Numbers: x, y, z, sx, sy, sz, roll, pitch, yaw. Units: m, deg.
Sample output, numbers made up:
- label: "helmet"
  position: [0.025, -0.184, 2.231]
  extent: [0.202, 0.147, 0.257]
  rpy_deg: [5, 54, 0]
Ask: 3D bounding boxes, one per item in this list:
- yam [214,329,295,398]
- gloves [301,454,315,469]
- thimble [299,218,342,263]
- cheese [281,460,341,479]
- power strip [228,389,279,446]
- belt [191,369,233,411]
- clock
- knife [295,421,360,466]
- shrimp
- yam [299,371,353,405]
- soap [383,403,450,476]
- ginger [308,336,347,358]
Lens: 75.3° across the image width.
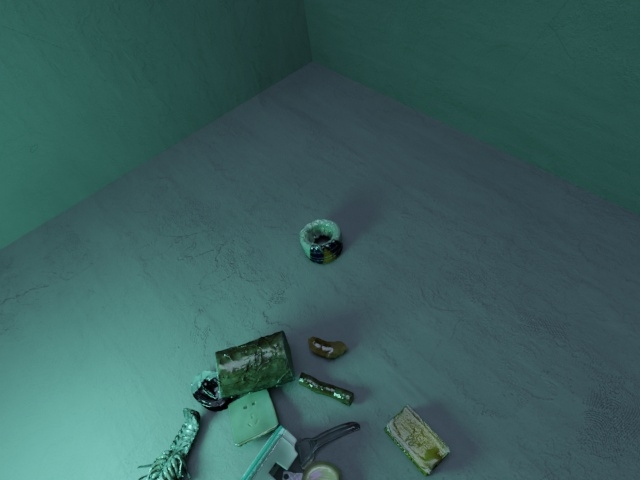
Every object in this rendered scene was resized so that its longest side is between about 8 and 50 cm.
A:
- label: "yam"
  position: [-0.279, 0.531, 1.772]
  extent: [0.348, 0.241, 0.241]
  rpy_deg: [-13, 51, -15]
- label: "gloves"
  position: [-0.050, 0.878, 1.634]
  extent: [0.044, 0.037, 0.081]
  rpy_deg: [39, 58, -5]
- label: "thimble"
  position: [0.000, 0.000, 2.222]
  extent: [0.238, 0.150, 0.237]
  rpy_deg: [-5, 52, 7]
- label: "cheese"
  position: [-0.035, 0.903, 1.562]
  extent: [0.228, 0.064, 0.137]
  rpy_deg: [7, 67, 0]
- label: "power strip"
  position: [-0.277, 0.746, 1.749]
  extent: [0.198, 0.064, 0.213]
  rpy_deg: [-23, 39, -6]
- label: "belt"
  position: [-0.480, 0.661, 1.837]
  extent: [0.199, 0.078, 0.151]
  rpy_deg: [23, 59, 21]
- label: "clock"
  position: [-0.193, 0.847, 1.565]
  extent: [0.116, 0.231, 0.262]
  rpy_deg: [37, 64, 8]
- label: "knife"
  position: [0.028, 0.776, 1.647]
  extent: [0.278, 0.123, 0.053]
  rpy_deg: [-16, 24, -25]
- label: "shrimp"
  position: [-0.597, 0.886, 1.647]
  extent: [0.222, 0.166, 0.410]
  rpy_deg: [10, 43, 19]
- label: "yam"
  position: [0.019, 0.639, 1.787]
  extent: [0.253, 0.061, 0.061]
  rpy_deg: [15, 57, 21]
- label: "soap"
  position: [0.373, 0.775, 1.616]
  extent: [0.135, 0.076, 0.233]
  rpy_deg: [-35, 55, -19]
- label: "ginger"
  position: [0.029, 0.490, 1.892]
  extent: [0.190, 0.069, 0.095]
  rpy_deg: [11, 60, 16]
